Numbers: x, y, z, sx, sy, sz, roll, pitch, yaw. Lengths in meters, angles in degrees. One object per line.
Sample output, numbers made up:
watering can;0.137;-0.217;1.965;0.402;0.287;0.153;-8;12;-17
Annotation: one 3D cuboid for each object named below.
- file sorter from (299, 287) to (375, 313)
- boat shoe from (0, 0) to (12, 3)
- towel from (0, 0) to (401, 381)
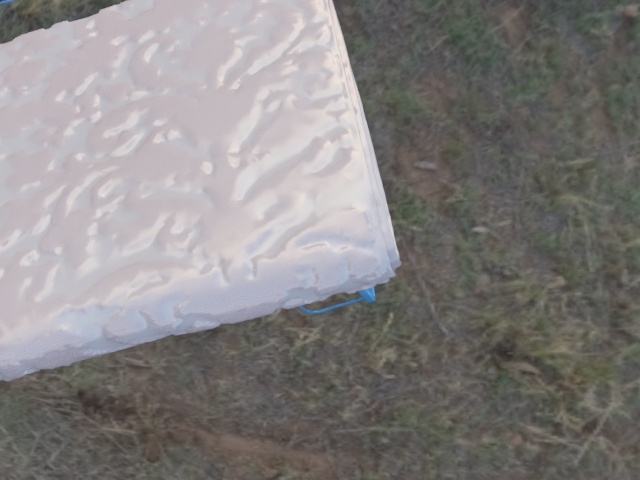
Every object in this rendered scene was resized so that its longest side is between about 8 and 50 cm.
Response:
file sorter;0.000;0.000;1.272;0.118;0.104;0.170;48;31;-50
boat shoe;-0.307;-0.291;0.887;0.109;0.089;0.258;62;30;-12
towel;-0.131;-0.060;0.647;0.053;0.331;0.317;65;12;-51
